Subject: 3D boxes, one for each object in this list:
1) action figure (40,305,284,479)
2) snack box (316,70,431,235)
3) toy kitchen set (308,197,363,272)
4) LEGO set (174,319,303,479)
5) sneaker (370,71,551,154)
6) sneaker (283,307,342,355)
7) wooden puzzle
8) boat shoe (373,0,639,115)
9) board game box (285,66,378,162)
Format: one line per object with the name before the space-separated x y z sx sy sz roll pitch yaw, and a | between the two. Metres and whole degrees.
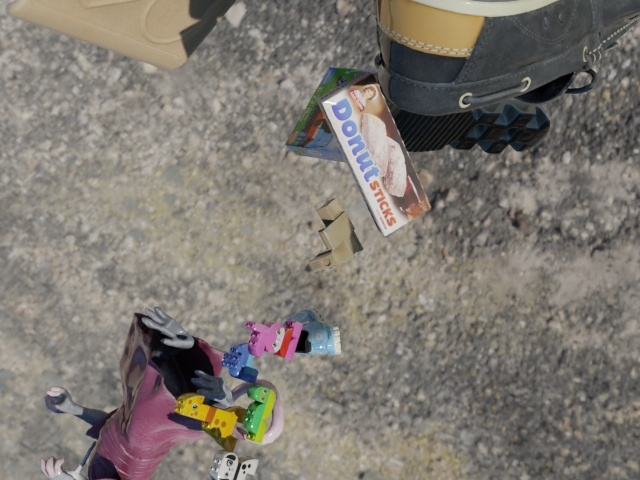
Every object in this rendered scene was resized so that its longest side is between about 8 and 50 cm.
action figure | -0.263 0.285 1.287 0.276 0.248 0.370 23 114 -21
snack box | 0.061 -0.092 0.955 0.064 0.022 0.178 -31 119 -6
toy kitchen set | 0.000 0.000 1.205 0.075 0.068 0.083 -20 104 35
LEGO set | -0.115 0.192 1.063 0.093 0.227 0.087 26 166 -36
sneaker | 0.167 -0.210 1.242 0.331 0.146 0.122 3 148 -34
sneaker | -0.029 0.150 1.427 0.162 0.073 0.063 -172 75 -64
wooden puzzle | -0.219 -0.401 1.208 0.348 0.322 0.080 -40 67 22
boat shoe | 0.218 -0.237 0.929 0.187 0.500 0.156 29 123 29
board game box | 0.058 -0.198 1.392 0.212 0.160 0.039 15 161 45
